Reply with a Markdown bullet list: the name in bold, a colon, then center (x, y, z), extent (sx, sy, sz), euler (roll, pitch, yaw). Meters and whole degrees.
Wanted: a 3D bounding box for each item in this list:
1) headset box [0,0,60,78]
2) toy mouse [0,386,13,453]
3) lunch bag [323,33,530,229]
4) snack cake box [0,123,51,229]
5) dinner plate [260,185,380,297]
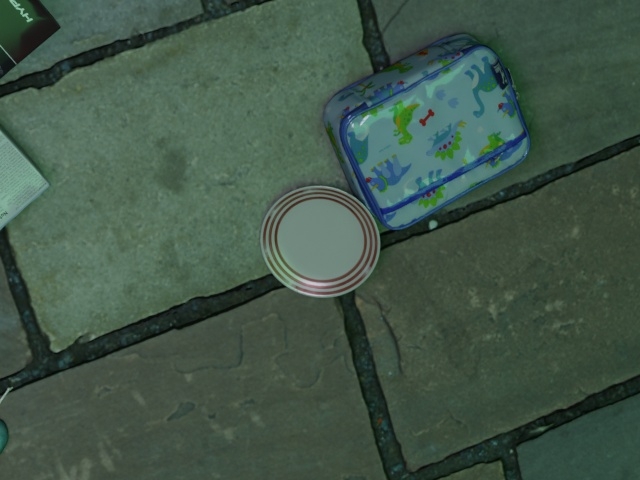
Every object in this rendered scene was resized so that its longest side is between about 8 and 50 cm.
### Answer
- **headset box**: center (-0.422, -0.176, 1.800), extent (0.293, 0.218, 0.110), euler (-41, 115, -3)
- **toy mouse**: center (-0.403, 0.215, 2.041), extent (0.143, 0.031, 0.161), euler (-35, 116, -6)
- **lunch bag**: center (0.128, -0.125, 2.096), extent (0.219, 0.090, 0.176), euler (-27, 118, -9)
- **snack cake box**: center (-0.439, -0.036, 1.912), extent (0.264, 0.089, 0.152), euler (-41, 118, -3)
- **dinner plate**: center (0.000, 0.000, 2.107), extent (0.141, 0.017, 0.141), euler (2, 113, 5)
